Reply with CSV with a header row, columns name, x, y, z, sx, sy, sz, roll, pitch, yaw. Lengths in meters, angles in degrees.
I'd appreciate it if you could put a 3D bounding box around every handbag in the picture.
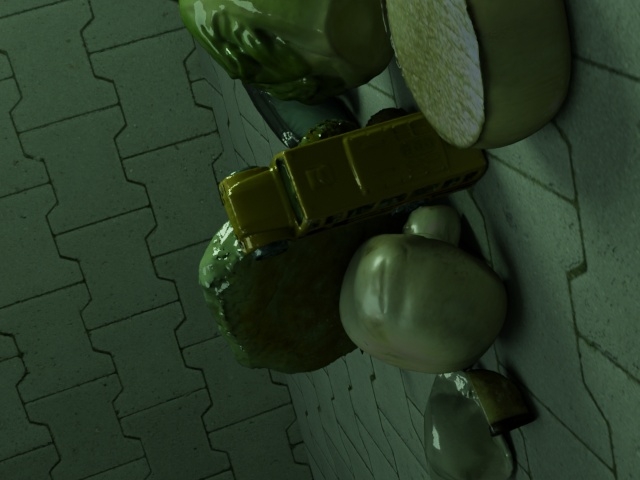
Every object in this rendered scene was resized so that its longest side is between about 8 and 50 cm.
name,x,y,z,sx,sy,sz,roll,pitch,yaw
handbag,-0.028,-0.228,1.998,0.075,0.192,0.332,-61,35,25

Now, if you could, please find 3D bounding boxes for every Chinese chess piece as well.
name,x,y,z,sx,sy,sz,roll,pitch,yaw
Chinese chess piece,0.162,-0.231,1.204,0.270,0.112,0.270,161,90,-79

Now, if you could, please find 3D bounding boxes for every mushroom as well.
name,x,y,z,sx,sy,sz,roll,pitch,yaw
mushroom,0.152,0.063,1.579,0.260,0.234,0.254,3,152,39

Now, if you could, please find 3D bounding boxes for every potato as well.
name,x,y,z,sx,sy,sz,roll,pitch,yaw
potato,0.256,0.225,1.606,0.096,0.066,0.103,58,-171,-76

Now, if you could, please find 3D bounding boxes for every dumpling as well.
name,x,y,z,sx,sy,sz,roll,pitch,yaw
dumpling,0.234,0.311,1.763,0.151,0.124,0.229,10,117,34

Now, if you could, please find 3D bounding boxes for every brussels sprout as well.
name,x,y,z,sx,sy,sz,roll,pitch,yaw
brussels sprout,-0.039,-0.318,1.571,0.328,0.328,0.247,-151,66,-74

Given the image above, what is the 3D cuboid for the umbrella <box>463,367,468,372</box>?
name,x,y,z,sx,sy,sz,roll,pitch,yaw
umbrella,0.227,0.183,1.776,0.133,0.031,0.036,95,156,-66

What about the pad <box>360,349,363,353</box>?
name,x,y,z,sx,sy,sz,roll,pitch,yaw
pad,0.065,0.132,2.292,0.265,0.009,0.159,-53,-57,-80

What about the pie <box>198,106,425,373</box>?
name,x,y,z,sx,sy,sz,roll,pitch,yaw
pie,-0.014,0.022,1.691,0.180,0.418,0.395,28,144,33

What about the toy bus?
name,x,y,z,sx,sy,sz,roll,pitch,yaw
toy bus,0.044,-0.082,1.452,0.123,0.336,0.121,134,118,-72
